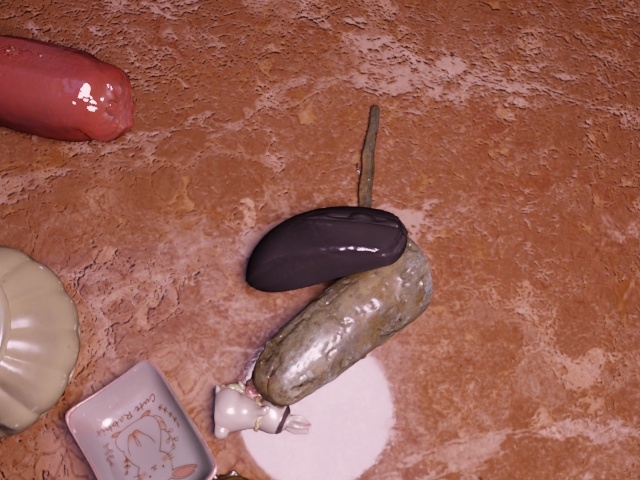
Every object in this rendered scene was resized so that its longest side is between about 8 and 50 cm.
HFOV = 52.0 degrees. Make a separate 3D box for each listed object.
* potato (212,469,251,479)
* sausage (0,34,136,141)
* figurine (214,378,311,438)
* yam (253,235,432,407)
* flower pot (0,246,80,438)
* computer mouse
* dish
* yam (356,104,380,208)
[{"bbox_3d":[-0.119,0.425,0.868,0.229,0.266,0.229,1,73,-4],"label":"potato"},{"bbox_3d":[-0.437,-0.239,1.051,0.279,0.152,0.152,14,75,-1],"label":"sausage"},{"bbox_3d":[-0.089,0.250,1.005,0.146,0.081,0.098,-1,76,-7],"label":"figurine"},{"bbox_3d":[0.037,0.131,1.009,0.330,0.133,0.133,-37,83,-22],"label":"yam"},{"bbox_3d":[-0.502,0.133,0.901,0.307,0.244,0.307,2,75,-7],"label":"flower pot"},{"bbox_3d":[0.000,0.000,1.026,0.269,0.137,0.086,-15,119,10],"label":"computer mouse"},{"bbox_3d":[-0.253,0.299,0.955,0.151,0.077,0.212,-34,63,-14],"label":"dish"},{"bbox_3d":[0.082,-0.131,1.152,0.027,0.029,0.234,17,71,-31],"label":"yam"}]
